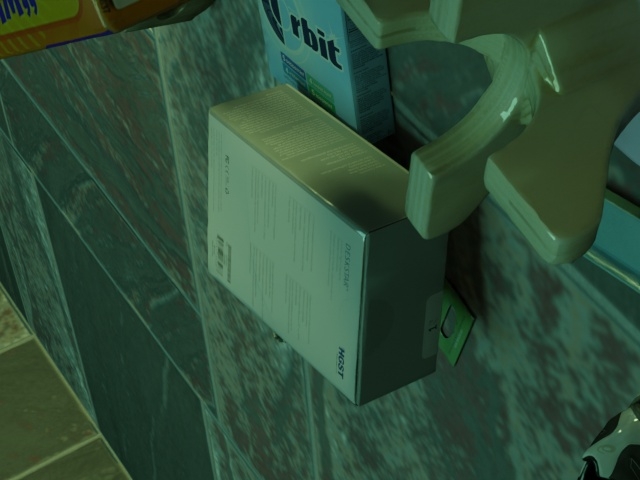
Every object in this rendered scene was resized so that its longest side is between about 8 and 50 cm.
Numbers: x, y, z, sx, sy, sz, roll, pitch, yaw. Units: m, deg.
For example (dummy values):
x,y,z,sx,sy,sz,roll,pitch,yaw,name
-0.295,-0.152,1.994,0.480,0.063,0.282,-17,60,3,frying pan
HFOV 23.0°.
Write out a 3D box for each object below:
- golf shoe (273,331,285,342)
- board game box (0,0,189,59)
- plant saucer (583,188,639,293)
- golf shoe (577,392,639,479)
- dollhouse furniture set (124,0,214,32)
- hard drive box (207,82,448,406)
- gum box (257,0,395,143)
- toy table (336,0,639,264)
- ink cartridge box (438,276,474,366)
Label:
x,y,z,sx,sy,sz,roll,pitch,yaw,name
-0.018,0.048,1.688,0.176,0.069,0.086,109,152,-60,golf shoe
-0.146,-0.330,0.959,0.356,0.356,0.356,-1,115,52,board game box
0.201,-0.008,1.101,0.192,0.018,0.067,38,148,50,plant saucer
0.225,0.194,1.182,0.077,0.094,0.198,44,154,41,golf shoe
-0.162,-0.331,1.562,0.161,0.101,0.182,-42,73,44,dollhouse furniture set
0.000,0.000,1.354,0.232,0.089,0.181,41,140,41,hard drive box
-0.003,-0.193,1.350,0.157,0.041,0.184,44,152,44,gum box
0.133,-0.109,0.937,0.274,0.161,0.252,48,155,40,toy table
0.051,0.026,1.456,0.209,0.062,0.109,55,158,22,ink cartridge box
